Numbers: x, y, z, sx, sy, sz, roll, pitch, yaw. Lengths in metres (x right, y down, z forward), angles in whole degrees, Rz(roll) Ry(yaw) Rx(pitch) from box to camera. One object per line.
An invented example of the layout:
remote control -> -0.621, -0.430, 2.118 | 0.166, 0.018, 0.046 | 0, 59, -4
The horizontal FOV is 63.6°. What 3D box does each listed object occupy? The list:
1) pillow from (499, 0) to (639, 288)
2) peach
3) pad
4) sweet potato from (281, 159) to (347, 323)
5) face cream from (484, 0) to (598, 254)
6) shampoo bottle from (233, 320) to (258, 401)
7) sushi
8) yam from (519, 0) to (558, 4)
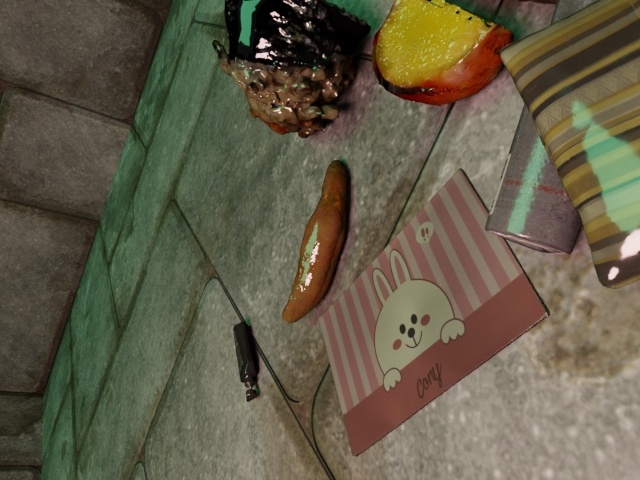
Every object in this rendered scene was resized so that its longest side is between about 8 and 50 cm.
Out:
pillow -> 0.248, -0.098, 0.331 | 0.208, 0.052, 0.212 | -25, 66, 28
peach -> 0.140, -0.214, 0.572 | 0.172, 0.093, 0.127 | 17, 96, 47
pad -> 0.097, 0.087, 0.589 | 0.299, 0.005, 0.202 | -50, 39, 34
sweet potato -> 0.003, -0.004, 0.729 | 0.078, 0.058, 0.255 | 157, 129, -76
face cream -> 0.215, -0.130, 0.433 | 0.073, 0.073, 0.283 | 21, 96, 58
shampoo bottle -> -0.125, 0.200, 0.865 | 0.137, 0.027, 0.048 | -108, 32, -42
sushi -> -0.057, -0.273, 0.795 | 0.238, 0.225, 0.218 | -65, -4, -66
yam -> 0.167, -0.329, 0.550 | 0.131, 0.131, 0.279 | -64, 34, 17
